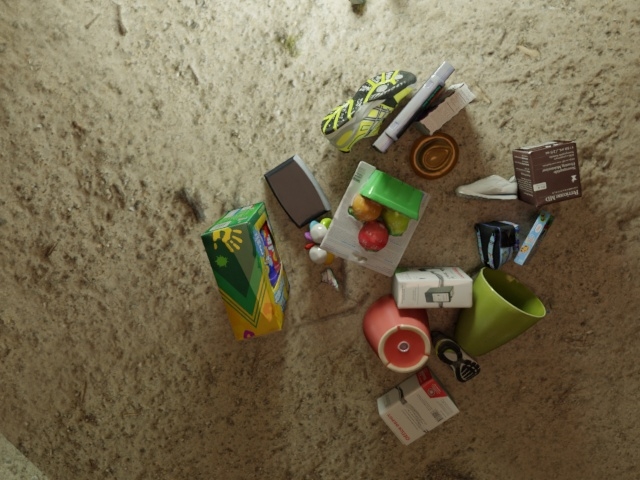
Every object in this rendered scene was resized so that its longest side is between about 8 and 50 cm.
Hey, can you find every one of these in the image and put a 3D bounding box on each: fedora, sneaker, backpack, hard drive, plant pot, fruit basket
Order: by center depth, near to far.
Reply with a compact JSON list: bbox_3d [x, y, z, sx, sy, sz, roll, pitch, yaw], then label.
[{"bbox_3d":[0.185,-0.473,1.715,0.385,0.145,0.147,-33,131,6],"label":"sneaker"},{"bbox_3d":[0.429,-0.314,1.757,0.195,0.079,0.194,0,103,0],"label":"fedora"},{"bbox_3d":[0.206,-0.074,1.759,0.327,0.165,0.352,22,104,-20],"label":"fruit basket"},{"bbox_3d":[0.627,-0.201,1.788,0.235,0.090,0.094,2,91,-3],"label":"sneaker"},{"bbox_3d":[0.673,0.019,1.791,0.117,0.158,0.173,-9,101,-14],"label":"backpack"},{"bbox_3d":[-0.088,-0.184,1.808,0.172,0.054,0.254,-31,101,7],"label":"hard drive"},{"bbox_3d":[0.654,0.300,1.824,0.275,0.274,0.293,27,117,-5],"label":"plant pot"},{"bbox_3d":[0.308,0.370,1.836,0.275,0.243,0.274,0,102,1],"label":"plant pot"},{"bbox_3d":[0.030,0.167,1.900,0.069,0.038,0.098,-23,92,8],"label":"sneaker"},{"bbox_3d":[0.552,0.468,1.927,0.111,0.121,0.300,-35,119,9],"label":"sneaker"}]

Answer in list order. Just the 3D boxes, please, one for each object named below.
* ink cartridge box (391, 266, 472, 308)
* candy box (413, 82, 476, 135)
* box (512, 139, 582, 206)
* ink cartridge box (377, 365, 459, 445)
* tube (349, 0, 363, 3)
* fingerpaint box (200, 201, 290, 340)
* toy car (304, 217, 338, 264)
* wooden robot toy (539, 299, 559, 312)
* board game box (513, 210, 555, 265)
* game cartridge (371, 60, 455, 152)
[{"bbox_3d":[0.422,0.178,1.811,0.273,0.198,0.114,-1,102,1],"label":"ink cartridge box"},{"bbox_3d":[0.432,-0.465,1.677,0.196,0.165,0.070,-41,101,9],"label":"candy box"},{"bbox_3d":[0.822,-0.249,1.721,0.169,0.167,0.203,-13,103,4],"label":"box"},{"bbox_3d":[0.403,0.693,1.975,0.273,0.114,0.197,-37,101,8],"label":"ink cartridge box"},{"bbox_3d":[0.139,-0.937,1.636,0.080,0.052,0.206,7,98,-12],"label":"tube"},{"bbox_3d":[-0.240,0.085,1.674,0.163,0.445,0.370,-15,102,4],"label":"fingerpaint box"},{"bbox_3d":[0.000,0.000,1.819,0.136,0.159,0.181,12,107,36],"label":"toy car"},{"bbox_3d":[0.874,0.294,1.913,0.173,0.076,0.079,-25,137,6],"label":"wooden robot toy"},{"bbox_3d":[0.812,-0.006,1.787,0.039,0.160,0.211,32,105,28],"label":"board game box"},{"bbox_3d":[0.316,-0.452,1.650,0.068,0.230,0.355,39,101,-8],"label":"game cartridge"}]
